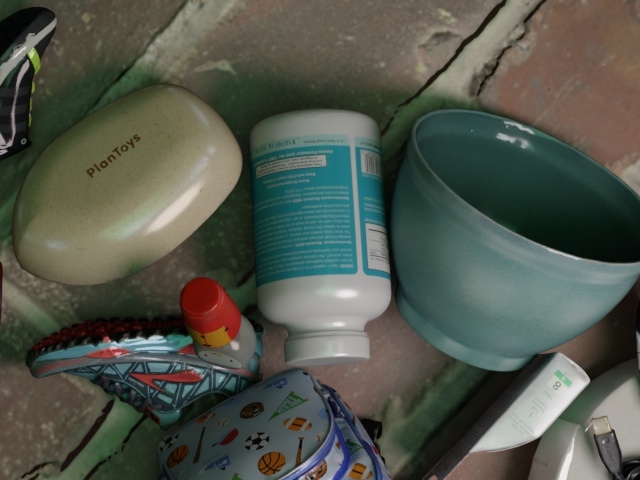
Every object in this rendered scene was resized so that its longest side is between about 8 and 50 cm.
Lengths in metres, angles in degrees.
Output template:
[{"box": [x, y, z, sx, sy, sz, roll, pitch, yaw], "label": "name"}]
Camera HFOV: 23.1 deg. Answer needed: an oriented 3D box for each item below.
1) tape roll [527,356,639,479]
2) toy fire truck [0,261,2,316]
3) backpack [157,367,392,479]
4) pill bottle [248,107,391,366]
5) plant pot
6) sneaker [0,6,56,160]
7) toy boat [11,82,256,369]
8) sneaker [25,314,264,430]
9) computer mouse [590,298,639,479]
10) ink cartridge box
[{"box": [0.420, 0.320, 1.814, 0.392, 0.072, 0.392, -1, 93, -19], "label": "tape roll"}, {"box": [-0.422, 0.136, 1.607, 0.169, 0.254, 0.302, 5, 94, -9], "label": "toy fire truck"}, {"box": [-0.035, 0.283, 1.660, 0.276, 0.263, 0.213, -33, 128, -4], "label": "backpack"}, {"box": [0.000, 0.000, 1.689, 0.146, 0.146, 0.264, -1, 79, -9], "label": "pill bottle"}, {"box": [0.195, 0.016, 1.704, 0.293, 0.293, 0.196, 19, 117, -10], "label": "plant pot"}, {"box": [-0.347, -0.144, 1.700, 0.097, 0.084, 0.234, 36, 89, -34], "label": "sneaker"}, {"box": [-0.176, -0.001, 1.665, 0.267, 0.148, 0.318, -33, 63, -7], "label": "toy boat"}, {"box": [-0.190, 0.151, 1.722, 0.262, 0.104, 0.125, -2, 97, -9], "label": "sneaker"}, {"box": [0.362, 0.150, 1.725, 0.184, 0.060, 0.262, -20, 109, -22], "label": "computer mouse"}, {"box": [0.198, 0.221, 1.748, 0.056, 0.181, 0.224, 41, 87, 4], "label": "ink cartridge box"}]
